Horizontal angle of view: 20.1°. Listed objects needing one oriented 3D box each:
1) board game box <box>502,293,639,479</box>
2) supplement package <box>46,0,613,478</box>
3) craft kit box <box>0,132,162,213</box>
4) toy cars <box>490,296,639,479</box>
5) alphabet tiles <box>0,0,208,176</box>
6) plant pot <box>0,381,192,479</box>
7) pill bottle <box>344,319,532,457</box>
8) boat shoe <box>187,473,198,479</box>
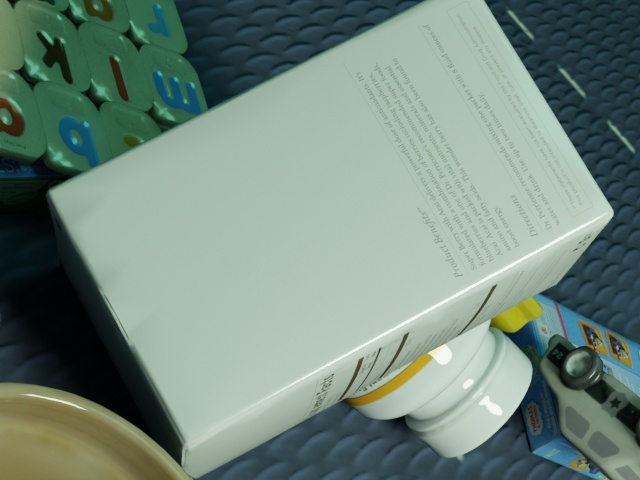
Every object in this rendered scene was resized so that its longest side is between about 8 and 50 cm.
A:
[{"bbox_3d":[0.252,0.144,1.618,0.211,0.039,0.160,25,40,-37],"label":"board game box"},{"bbox_3d":[0.000,0.000,1.133,0.177,0.293,0.175,61,-12,11],"label":"supplement package"},{"bbox_3d":[-0.238,-0.134,1.211,0.250,0.061,0.246,-4,65,-56],"label":"craft kit box"},{"bbox_3d":[0.161,0.092,1.452,0.394,0.087,0.176,43,-2,5],"label":"toy cars"},{"bbox_3d":[-0.193,-0.154,1.220,0.284,0.021,0.278,16,46,-47],"label":"alphabet tiles"},{"bbox_3d":[-0.158,0.200,0.905,0.237,0.110,0.237,24,47,-28],"label":"plant pot"},{"bbox_3d":[0.039,0.044,1.327,0.246,0.136,0.136,44,32,-17],"label":"pill bottle"},{"bbox_3d":[-0.048,0.271,0.999,0.103,0.113,0.302,29,41,-43],"label":"boat shoe"}]
